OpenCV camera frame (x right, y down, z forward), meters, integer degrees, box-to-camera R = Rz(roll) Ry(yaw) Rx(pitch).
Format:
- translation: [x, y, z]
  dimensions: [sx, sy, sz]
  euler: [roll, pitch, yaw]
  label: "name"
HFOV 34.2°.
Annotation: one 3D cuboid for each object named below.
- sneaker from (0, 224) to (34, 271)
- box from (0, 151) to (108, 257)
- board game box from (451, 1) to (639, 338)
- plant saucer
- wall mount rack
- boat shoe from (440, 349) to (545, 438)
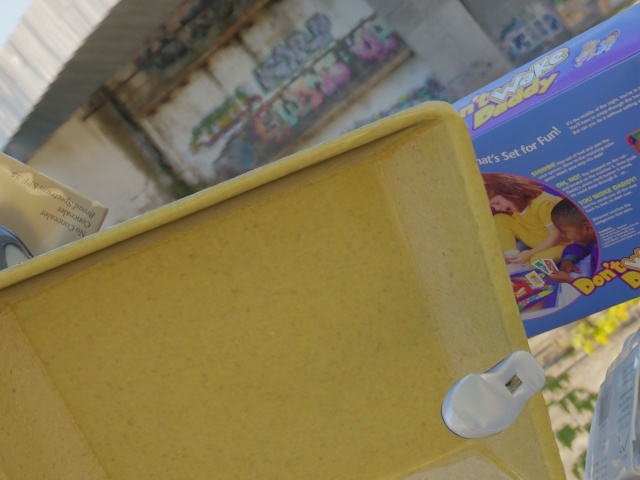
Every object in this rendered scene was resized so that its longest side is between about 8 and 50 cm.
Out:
- translation: [-0.228, 0.121, 0.846]
  dimensions: [0.112, 0.318, 0.131]
  euler: [-16, -7, -36]
  label: "sneaker"
- translation: [-0.344, 0.078, 0.998]
  dimensions: [0.121, 0.148, 0.311]
  euler: [-2, 64, 60]
  label: "box"
- translation: [0.223, -0.044, 0.946]
  dimensions: [0.347, 0.233, 0.078]
  euler: [-26, 29, 34]
  label: "board game box"
- translation: [-0.036, 0.101, 0.668]
  dimensions: [0.333, 0.332, 0.081]
  euler: [-22, 28, -2]
  label: "plant saucer"
- translation: [0.289, 0.195, 0.814]
  dimensions: [0.350, 0.131, 0.304]
  euler: [74, -155, -70]
  label: "wall mount rack"
- translation: [0.090, 0.090, 0.582]
  dimensions: [0.035, 0.035, 0.100]
  euler: [-43, -11, 34]
  label: "boat shoe"
